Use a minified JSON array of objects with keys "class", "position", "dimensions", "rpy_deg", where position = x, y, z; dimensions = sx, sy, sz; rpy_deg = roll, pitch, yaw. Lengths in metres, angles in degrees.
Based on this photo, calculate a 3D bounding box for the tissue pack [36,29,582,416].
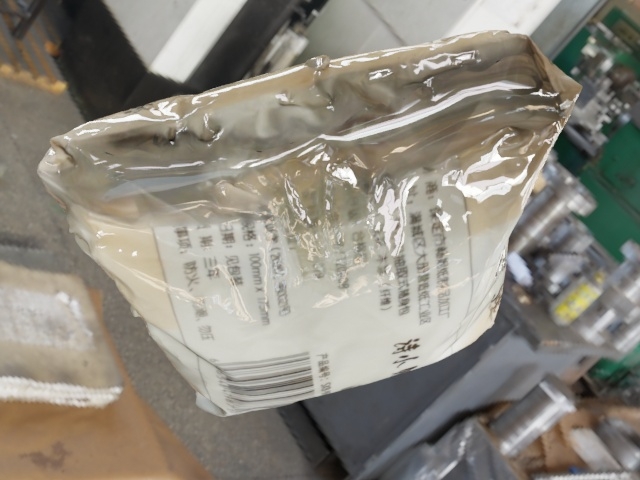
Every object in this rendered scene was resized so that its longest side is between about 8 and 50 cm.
[{"class":"tissue pack","position":[0.000,0.000,0.818],"dimensions":[0.376,0.389,0.195],"rpy_deg":[86,-8,-60]}]
